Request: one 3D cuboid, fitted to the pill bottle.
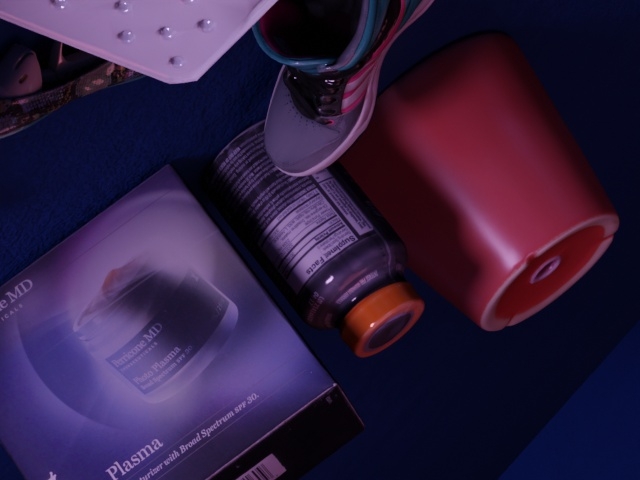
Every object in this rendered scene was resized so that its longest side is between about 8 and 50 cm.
[{"bbox_3d":[0.000,0.000,2.013,0.130,0.246,0.130,-33,159,-14],"label":"pill bottle"}]

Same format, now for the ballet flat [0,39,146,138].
[{"bbox_3d":[-0.222,-0.140,1.630,0.188,0.070,0.070,-28,158,-30],"label":"ballet flat"}]

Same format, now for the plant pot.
[{"bbox_3d":[0.182,-0.051,2.216,0.275,0.243,0.275,-32,158,-14],"label":"plant pot"}]

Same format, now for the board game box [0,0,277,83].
[{"bbox_3d":[-0.137,-0.271,1.127,0.390,0.050,0.390,20,140,-30],"label":"board game box"}]

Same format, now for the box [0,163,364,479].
[{"bbox_3d":[-0.168,0.140,1.960,0.296,0.294,0.183,-37,157,-4],"label":"box"}]

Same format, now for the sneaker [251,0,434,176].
[{"bbox_3d":[-0.005,-0.167,1.818,0.178,0.124,0.295,-18,145,-53],"label":"sneaker"}]
